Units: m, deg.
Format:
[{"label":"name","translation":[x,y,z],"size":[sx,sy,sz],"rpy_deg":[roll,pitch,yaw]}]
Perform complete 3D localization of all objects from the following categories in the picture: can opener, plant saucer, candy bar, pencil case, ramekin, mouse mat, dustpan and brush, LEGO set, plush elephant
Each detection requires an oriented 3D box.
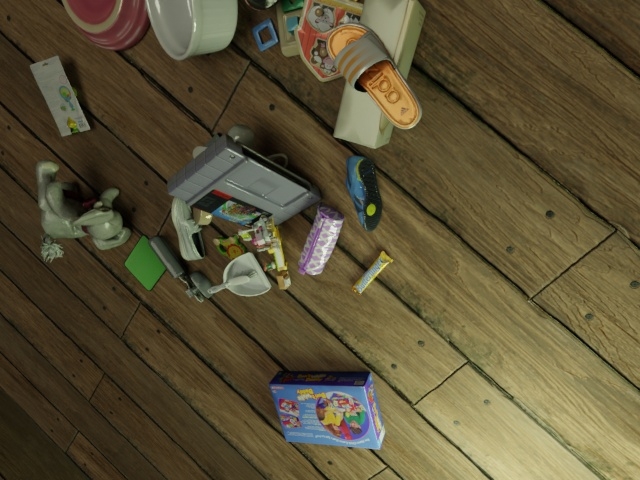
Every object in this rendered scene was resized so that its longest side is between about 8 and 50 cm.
[{"label":"can opener","translation":[-0.479,0.090,1.452],"size":[0.095,0.076,0.284],"rpy_deg":[-35,92,-4]},{"label":"plant saucer","translation":[-0.643,-0.739,1.216],"size":[0.331,0.084,0.333],"rpy_deg":[8,110,21]},{"label":"candy bar","translation":[0.148,0.097,1.207],"size":[0.040,0.018,0.162],"rpy_deg":[41,117,6]},{"label":"pencil case","translation":[0.000,0.000,1.196],"size":[0.086,0.088,0.206],"rpy_deg":[27,117,15]},{"label":"ramekin","translation":[-0.326,-0.608,1.046],"size":[0.277,0.135,0.278],"rpy_deg":[30,132,41]},{"label":"mouse mat","translation":[-0.646,0.086,1.544],"size":[0.153,0.007,0.190],"rpy_deg":[46,120,3]},{"label":"dustpan and brush","translation":[-0.285,0.135,1.371],"size":[0.211,0.060,0.148],"rpy_deg":[-17,109,30]},{"label":"LEGO set","translation":[-0.168,0.033,1.235],"size":[0.106,0.132,0.287],"rpy_deg":[-11,142,1]},{"label":"plush elephant","translation":[-0.800,-0.095,1.428],"size":[0.272,0.254,0.331],"rpy_deg":[125,140,-65]}]

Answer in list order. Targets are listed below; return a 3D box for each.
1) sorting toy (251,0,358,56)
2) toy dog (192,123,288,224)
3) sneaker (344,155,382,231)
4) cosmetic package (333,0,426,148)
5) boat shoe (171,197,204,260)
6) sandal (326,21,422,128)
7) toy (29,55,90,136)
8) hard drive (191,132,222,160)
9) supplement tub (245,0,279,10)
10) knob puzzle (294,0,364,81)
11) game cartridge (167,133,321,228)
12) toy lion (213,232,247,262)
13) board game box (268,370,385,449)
[{"label":"sorting toy","translation":[-0.032,-0.578,1.033],"size":[0.346,0.047,0.196],"rpy_deg":[-1,107,23]},{"label":"toy dog","translation":[-0.271,-0.196,1.206],"size":[0.334,0.220,0.161],"rpy_deg":[-48,54,21]},{"label":"sneaker","translation":[0.112,-0.127,1.127],"size":[0.082,0.069,0.210],"rpy_deg":[20,129,52]},{"label":"cosmetic package","translation":[0.136,-0.386,0.966],"size":[0.113,0.160,0.310],"rpy_deg":[19,115,15]},{"label":"boat shoe","translation":[-0.427,-0.041,1.375],"size":[0.081,0.079,0.228],"rpy_deg":[1,113,13]},{"label":"sandal","translation":[0.112,-0.343,0.858],"size":[0.265,0.076,0.102],"rpy_deg":[48,117,0]},{"label":"toy","translation":[-0.869,-0.486,1.413],"size":[0.136,0.056,0.238],"rpy_deg":[-6,110,21]},{"label":"hard drive","translation":[-0.328,-0.253,1.284],"size":[0.135,0.022,0.094],"rpy_deg":[-35,92,28]},{"label":"supplement tub","translation":[-0.165,-0.664,1.003],"size":[0.106,0.106,0.198],"rpy_deg":[-34,67,28]},{"label":"knob puzzle","translation":[0.027,-0.484,1.016],"size":[0.212,0.030,0.213],"rpy_deg":[3,126,4]},{"label":"game cartridge","translation":[-0.191,-0.128,1.103],"size":[0.230,0.354,0.068],"rpy_deg":[-33,58,26]},{"label":"toy lion","translation":[-0.292,0.027,1.363],"size":[0.100,0.034,0.096],"rpy_deg":[-5,113,24]},{"label":"board game box","translation":[0.019,0.559,1.385],"size":[0.346,0.078,0.234],"rpy_deg":[-8,104,25]}]
